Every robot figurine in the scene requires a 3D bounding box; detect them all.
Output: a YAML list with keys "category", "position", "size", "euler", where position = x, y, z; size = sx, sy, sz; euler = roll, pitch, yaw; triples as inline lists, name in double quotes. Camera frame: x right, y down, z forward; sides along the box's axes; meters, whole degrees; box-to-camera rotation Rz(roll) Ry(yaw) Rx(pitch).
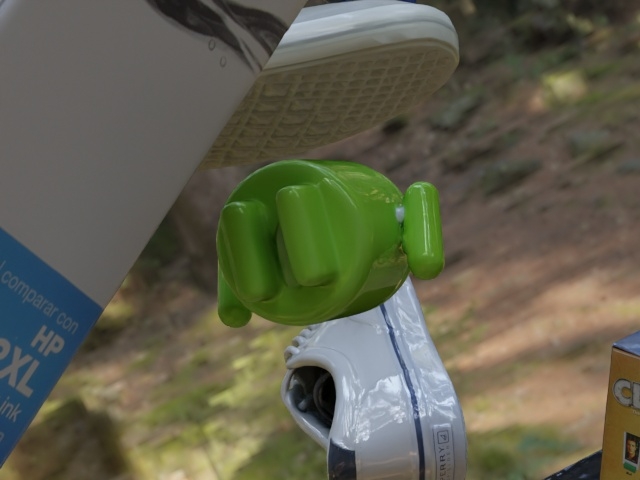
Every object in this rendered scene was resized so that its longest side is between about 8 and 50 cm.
- category: "robot figurine"
  position: [0.000, 0.000, 0.742]
  size: [0.101, 0.067, 0.115]
  euler: [-18, -4, 19]

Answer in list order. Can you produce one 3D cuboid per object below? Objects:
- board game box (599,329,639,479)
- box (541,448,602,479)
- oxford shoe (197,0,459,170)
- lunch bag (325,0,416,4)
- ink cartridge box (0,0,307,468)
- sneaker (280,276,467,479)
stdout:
- category: "board game box"
  position: [0.231, 0.148, 0.779]
  size: [0.243, 0.165, 0.042]
  euler: [19, 25, 38]
- category: "box"
  position: [0.271, 0.296, 1.502]
  size: [0.108, 0.207, 0.153]
  euler: [-26, 26, -9]
- category: "oxford shoe"
  position: [-0.122, -0.116, 1.239]
  size: [0.449, 0.130, 0.169]
  euler: [-10, -20, 27]
- category: "lunch bag"
  position: [0.041, -0.209, 1.368]
  size: [0.067, 0.065, 0.098]
  euler: [-9, 52, 63]
- category: "ink cartridge box"
  position: [-0.135, -0.107, 0.663]
  size: [0.307, 0.223, 0.129]
  euler: [-57, -38, -10]
- category: "sneaker"
  position: [0.019, 0.074, 1.137]
  size: [0.091, 0.094, 0.258]
  euler: [-5, 21, -9]
